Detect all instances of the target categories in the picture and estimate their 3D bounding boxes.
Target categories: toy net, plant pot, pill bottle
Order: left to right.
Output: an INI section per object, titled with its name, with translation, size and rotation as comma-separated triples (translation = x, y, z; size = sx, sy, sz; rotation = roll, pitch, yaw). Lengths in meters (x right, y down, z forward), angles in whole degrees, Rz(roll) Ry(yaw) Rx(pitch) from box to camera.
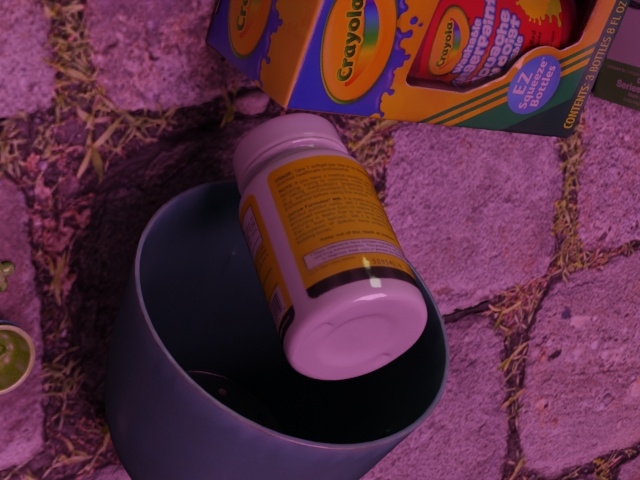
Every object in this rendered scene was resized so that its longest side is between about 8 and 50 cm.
[toy net]
translation = -0.360, 0.089, 0.991
size = 0.232, 0.045, 0.122
rotation = -13, 117, -32
[plant pot]
translation = -0.064, 0.129, 1.080
size = 0.293, 0.293, 0.235
rotation = -6, 142, -35
[pill bottle]
translation = 0.000, 0.000, 0.976
size = 0.119, 0.208, 0.119
rotation = -14, 144, -10

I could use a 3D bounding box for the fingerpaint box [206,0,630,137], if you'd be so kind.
[fingerpaint box]
translation = 0.144, -0.331, 1.060
size = 0.371, 0.163, 0.444
rotation = 2, 119, -37

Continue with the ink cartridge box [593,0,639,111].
[ink cartridge box]
translation = 0.431, -0.266, 1.397
size = 0.160, 0.092, 0.219
rotation = -5, 113, -36
